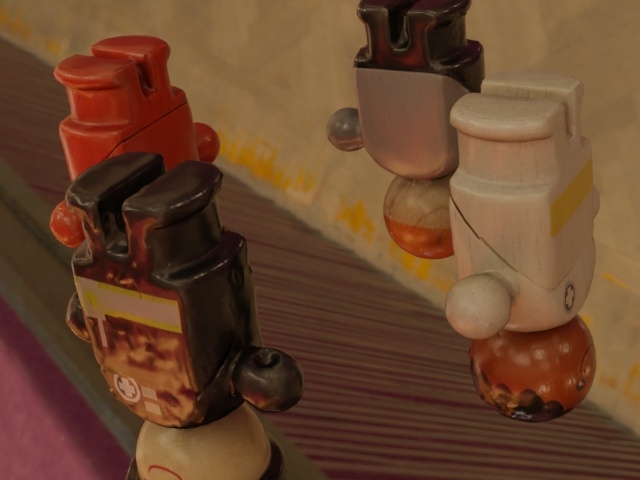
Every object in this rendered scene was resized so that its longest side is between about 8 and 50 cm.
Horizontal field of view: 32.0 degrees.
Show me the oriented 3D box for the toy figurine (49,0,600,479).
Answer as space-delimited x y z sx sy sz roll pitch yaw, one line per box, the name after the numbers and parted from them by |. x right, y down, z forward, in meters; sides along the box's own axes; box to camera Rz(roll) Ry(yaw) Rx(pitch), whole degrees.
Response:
0.000 0.000 0.454 0.213 0.210 0.148 -122 21 -60 | toy figurine
